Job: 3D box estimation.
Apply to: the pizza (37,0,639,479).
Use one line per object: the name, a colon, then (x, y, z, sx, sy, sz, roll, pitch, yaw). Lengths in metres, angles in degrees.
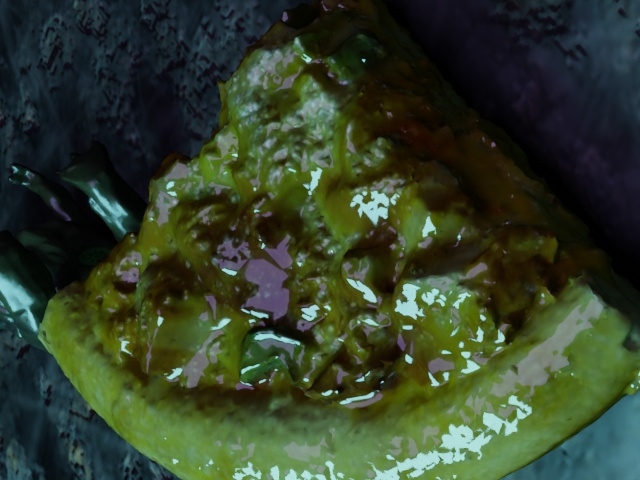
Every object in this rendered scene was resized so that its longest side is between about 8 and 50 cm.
pizza: (0.000, 0.000, 0.718, 0.292, 0.058, 0.197, 3, 84, 40)

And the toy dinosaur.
toy dinosaur: (-0.088, 0.047, 0.896, 0.179, 0.087, 0.187, 55, 167, -24)
